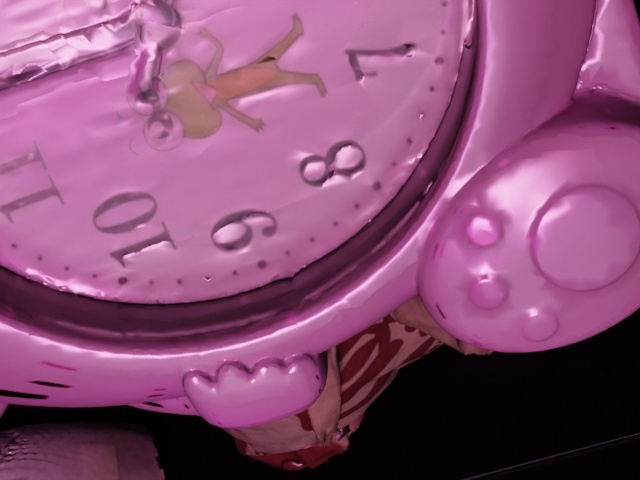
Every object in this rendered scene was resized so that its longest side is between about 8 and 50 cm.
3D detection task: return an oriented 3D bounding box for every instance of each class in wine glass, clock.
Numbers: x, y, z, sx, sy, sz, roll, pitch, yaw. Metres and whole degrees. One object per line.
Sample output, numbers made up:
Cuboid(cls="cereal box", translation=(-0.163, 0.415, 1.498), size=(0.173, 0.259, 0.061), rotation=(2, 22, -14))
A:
Cuboid(cls="wine glass", translation=(-0.218, 0.109, 0.823), size=(0.309, 0.096, 0.264), rotation=(-3, 155, -14))
Cuboid(cls="clock", translation=(-0.062, -0.073, 0.578), size=(0.322, 0.113, 0.296), rotation=(-19, 113, 6))

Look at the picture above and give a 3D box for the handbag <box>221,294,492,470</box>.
Cuboid(cls="handbag", translation=(0.000, 0.000, 0.759), size=(0.213, 0.127, 0.235), rotation=(-36, 148, 8))
